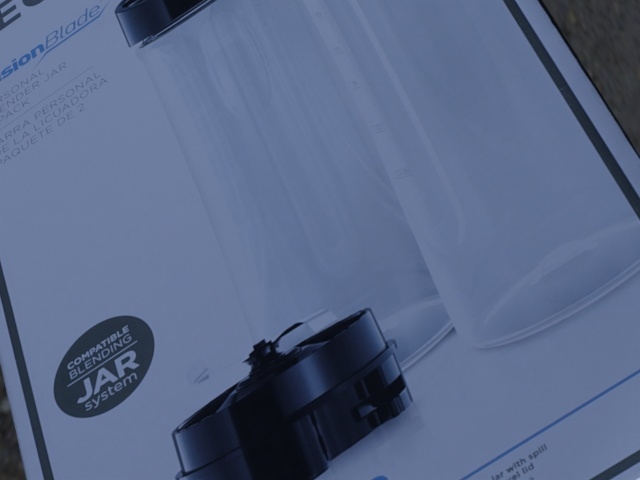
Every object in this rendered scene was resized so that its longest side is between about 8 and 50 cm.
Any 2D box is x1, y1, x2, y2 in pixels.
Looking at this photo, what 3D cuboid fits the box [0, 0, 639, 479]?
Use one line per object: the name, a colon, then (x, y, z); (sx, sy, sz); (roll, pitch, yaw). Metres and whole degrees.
box: (0.000, 0.000, 0.482); (0.169, 0.290, 0.087); (-32, 135, 11)
